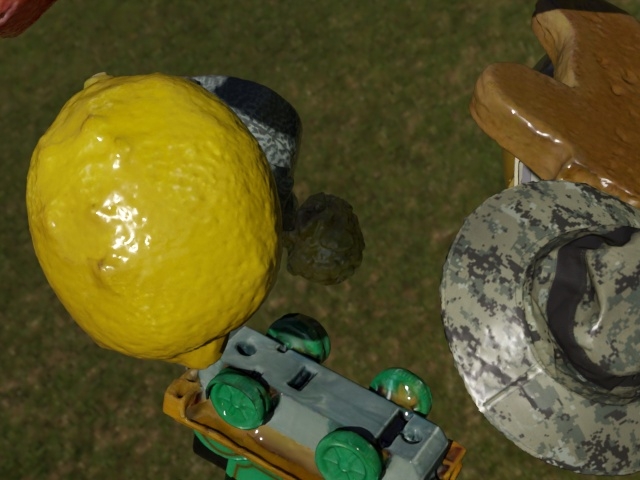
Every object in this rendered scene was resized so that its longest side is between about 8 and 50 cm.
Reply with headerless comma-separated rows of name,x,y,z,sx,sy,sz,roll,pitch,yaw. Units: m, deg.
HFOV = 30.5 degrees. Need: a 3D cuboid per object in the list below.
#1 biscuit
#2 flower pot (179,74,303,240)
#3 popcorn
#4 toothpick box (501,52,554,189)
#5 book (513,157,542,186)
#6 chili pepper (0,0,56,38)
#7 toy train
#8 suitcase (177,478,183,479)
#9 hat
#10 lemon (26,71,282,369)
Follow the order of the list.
biscuit,0.330,-0.114,1.222,0.076,0.368,0.394,-61,4,38
flower pot,-0.155,-0.090,1.842,0.299,0.299,0.282,-10,55,33
popcorn,0.000,0.000,1.463,0.106,0.116,0.120,-19,69,20
toothpick box,0.535,-0.160,2.175,0.409,0.409,0.425,-13,32,30
book,0.348,-0.039,1.728,0.158,0.231,0.026,-6,12,-28
chili pepper,-0.231,-0.287,0.890,0.305,0.229,0.251,-48,0,12
toy train,-0.011,0.259,1.463,0.429,0.249,0.178,26,36,18
suitcase,-0.141,0.345,1.377,0.086,0.126,0.059,-46,11,36
hat,0.234,0.058,0.948,0.265,0.265,0.128,-47,0,-18
lemon,-0.149,-0.019,1.071,0.234,0.288,0.233,-18,-1,0
